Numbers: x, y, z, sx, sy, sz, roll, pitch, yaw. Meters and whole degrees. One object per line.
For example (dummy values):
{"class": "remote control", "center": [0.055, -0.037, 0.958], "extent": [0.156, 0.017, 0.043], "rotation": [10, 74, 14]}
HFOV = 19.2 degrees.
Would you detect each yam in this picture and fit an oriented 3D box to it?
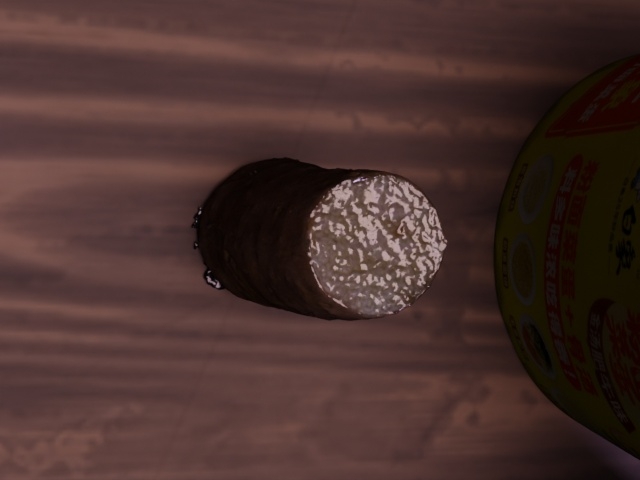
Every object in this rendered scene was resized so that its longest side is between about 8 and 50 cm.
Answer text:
{"class": "yam", "center": [-0.003, -0.002, 0.943], "extent": [0.084, 0.127, 0.084], "rotation": [-1, 92, -25]}

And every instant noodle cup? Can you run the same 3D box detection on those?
{"class": "instant noodle cup", "center": [0.241, 0.011, 0.995], "extent": [0.311, 0.221, 0.311], "rotation": [-2, 95, -24]}
